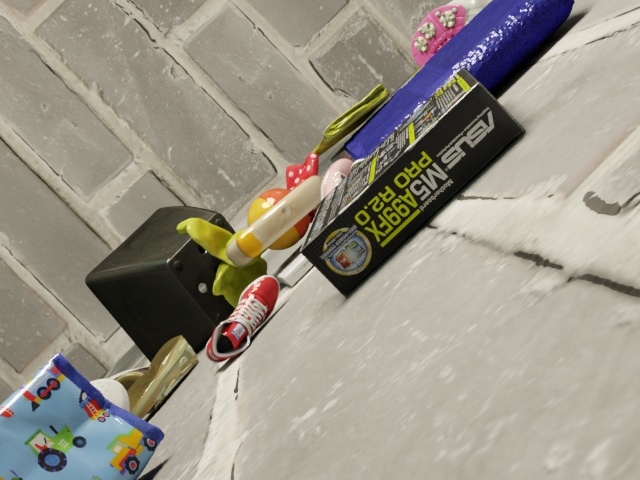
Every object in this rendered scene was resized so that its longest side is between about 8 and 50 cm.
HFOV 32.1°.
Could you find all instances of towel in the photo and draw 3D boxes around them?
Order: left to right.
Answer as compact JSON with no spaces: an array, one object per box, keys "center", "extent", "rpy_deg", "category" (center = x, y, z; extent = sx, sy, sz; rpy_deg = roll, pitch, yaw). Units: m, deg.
[{"center":[0.033,-0.159,1.532],"extent":[0.102,0.021,0.237],"rpy_deg":[-36,1,-7],"category":"towel"},{"center":[0.166,-0.184,1.356],"extent":[0.308,0.076,0.227],"rpy_deg":[-44,11,5],"category":"towel"}]

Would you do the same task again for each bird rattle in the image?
[{"center":[-0.051,-0.022,1.496],"extent":[0.254,0.143,0.207],"rpy_deg":[-31,2,-14],"category":"bird rattle"}]

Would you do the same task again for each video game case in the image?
[{"center":[0.000,0.000,1.413],"extent":[0.143,0.019,0.157],"rpy_deg":[-45,6,-6],"category":"video game case"}]

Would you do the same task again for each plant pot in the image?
[{"center":[-0.191,0.057,1.633],"extent":[0.167,0.187,0.188],"rpy_deg":[-17,24,49],"category":"plant pot"}]

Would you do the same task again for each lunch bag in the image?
[{"center":[-0.298,0.285,1.048],"extent":[0.221,0.138,0.293],"rpy_deg":[-47,-8,-47],"category":"lunch bag"}]

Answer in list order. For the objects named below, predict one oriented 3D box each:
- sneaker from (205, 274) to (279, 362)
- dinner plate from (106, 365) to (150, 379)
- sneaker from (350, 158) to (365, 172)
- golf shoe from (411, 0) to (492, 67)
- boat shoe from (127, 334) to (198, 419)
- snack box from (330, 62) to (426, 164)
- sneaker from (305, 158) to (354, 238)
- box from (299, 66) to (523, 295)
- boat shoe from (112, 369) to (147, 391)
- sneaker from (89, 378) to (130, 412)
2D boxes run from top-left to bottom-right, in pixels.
[{"center":[-0.083,0.087,1.239],"extent":[0.118,0.042,0.067],"rpy_deg":[-53,3,-10],"category":"sneaker"},{"center":[-0.290,0.216,1.599],"extent":[0.141,0.017,0.141],"rpy_deg":[-28,-20,-11],"category":"dinner plate"},{"center":[0.073,-0.076,1.232],"extent":[0.083,0.031,0.035],"rpy_deg":[-4,9,13],"category":"sneaker"},{"center":[0.278,-0.368,1.794],"extent":[0.306,0.115,0.140],"rpy_deg":[-30,3,44],"category":"golf shoe"},{"center":[-0.207,0.188,1.438],"extent":[0.056,0.048,0.153],"rpy_deg":[-25,23,38],"category":"boat shoe"},{"center":[0.122,-0.176,1.583],"extent":[0.207,0.070,0.174],"rpy_deg":[-47,6,-14],"category":"snack box"},{"center":[0.029,-0.045,1.294],"extent":[0.070,0.051,0.134],"rpy_deg":[-33,32,55],"category":"sneaker"},{"center":[0.086,-0.068,1.077],"extent":[0.216,0.060,0.270],"rpy_deg":[-43,6,10],"category":"box"},{"center":[-0.312,0.254,1.519],"extent":[0.224,0.080,0.073],"rpy_deg":[-38,1,8],"category":"boat shoe"},{"center":[-0.310,0.237,1.240],"extent":[0.297,0.111,0.129],"rpy_deg":[-38,-12,-50],"category":"sneaker"}]
